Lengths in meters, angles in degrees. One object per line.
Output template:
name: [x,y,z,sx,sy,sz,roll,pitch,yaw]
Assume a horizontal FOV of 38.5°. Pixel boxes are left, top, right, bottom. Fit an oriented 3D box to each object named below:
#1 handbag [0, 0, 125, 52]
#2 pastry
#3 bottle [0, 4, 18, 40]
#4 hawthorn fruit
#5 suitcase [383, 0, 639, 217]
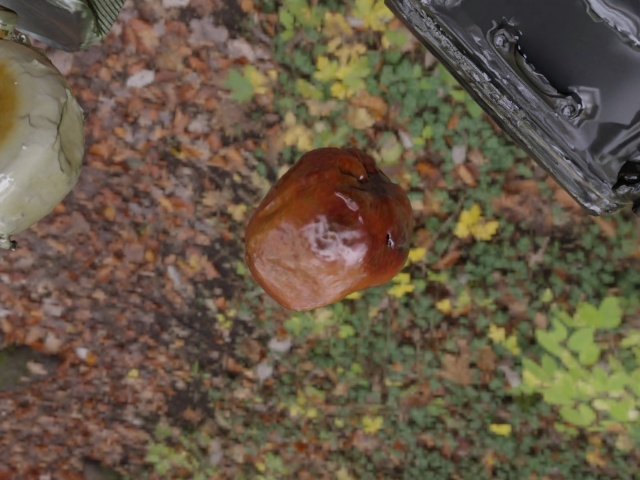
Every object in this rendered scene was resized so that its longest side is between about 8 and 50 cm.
handbag: [-0.386,-0.429,1.337,0.247,0.240,0.341,28,171,-14]
pastry: [-0.249,-0.073,0.676,0.166,0.166,0.088,-2,156,12]
bottle: [-0.359,-0.203,0.991,0.063,0.101,0.047,11,-163,-28]
hawthorn fruit: [0.009,-0.007,0.947,0.173,0.179,0.173,43,179,1]
suitcase: [0.244,-0.207,0.732,0.283,0.434,0.194,45,136,-1]
